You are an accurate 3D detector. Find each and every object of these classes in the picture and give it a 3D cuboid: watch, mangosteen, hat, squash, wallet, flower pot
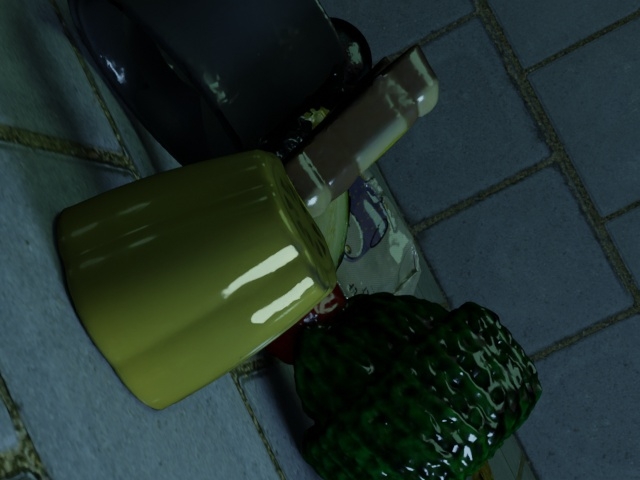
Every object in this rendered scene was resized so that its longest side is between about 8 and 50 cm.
[{"bbox_3d":[-0.086,-0.180,1.238,0.327,0.314,0.335,47,-14,-5],"label":"watch"},{"bbox_3d":[-0.003,-0.375,2.609,0.243,0.243,0.243,60,10,-17],"label":"mangosteen"},{"bbox_3d":[0.062,0.136,1.386,0.332,0.242,0.274,46,36,12],"label":"hat"},{"bbox_3d":[-0.023,-0.008,1.830,0.192,0.085,0.184,-58,155,-47],"label":"squash"},{"bbox_3d":[0.066,0.019,2.008,0.335,0.068,0.275,57,36,-18],"label":"wallet"},{"bbox_3d":[-0.092,0.021,1.027,0.195,0.179,0.195,61,10,-19],"label":"flower pot"}]

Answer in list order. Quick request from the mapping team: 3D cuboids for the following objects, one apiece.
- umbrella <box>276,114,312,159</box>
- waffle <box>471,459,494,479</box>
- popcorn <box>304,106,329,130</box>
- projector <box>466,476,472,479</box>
[{"bbox_3d":[-0.045,-0.115,1.740,0.336,0.154,0.128,-43,119,-80],"label":"umbrella"},{"bbox_3d":[0.224,0.349,2.139,0.382,0.095,0.379,70,9,26],"label":"waffle"},{"bbox_3d":[-0.004,-0.177,2.132,0.185,0.187,0.167,-117,-148,-73],"label":"popcorn"},{"bbox_3d":[0.120,0.278,1.719,0.256,0.099,0.192,57,11,-26],"label":"projector"}]
